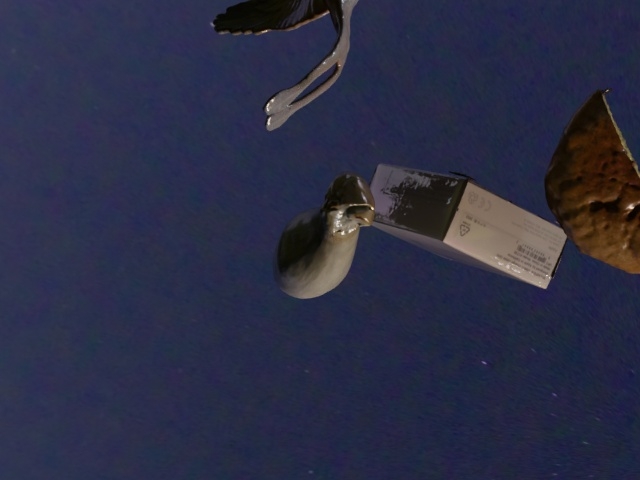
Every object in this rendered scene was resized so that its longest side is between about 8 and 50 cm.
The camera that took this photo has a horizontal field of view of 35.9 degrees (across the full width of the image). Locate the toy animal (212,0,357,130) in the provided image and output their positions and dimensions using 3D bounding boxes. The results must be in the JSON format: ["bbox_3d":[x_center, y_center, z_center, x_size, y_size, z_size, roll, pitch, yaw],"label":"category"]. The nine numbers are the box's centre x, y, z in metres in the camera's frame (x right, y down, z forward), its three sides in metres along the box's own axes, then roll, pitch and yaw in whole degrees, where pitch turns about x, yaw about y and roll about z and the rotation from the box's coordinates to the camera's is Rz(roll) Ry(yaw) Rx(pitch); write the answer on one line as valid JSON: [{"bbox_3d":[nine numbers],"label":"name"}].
[{"bbox_3d":[0.013,-0.300,1.174,0.302,0.225,0.284,-24,-121,-11],"label":"toy animal"}]

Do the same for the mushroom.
[{"bbox_3d":[0.000,0.000,1.258,0.093,0.225,0.116,-8,-107,-20],"label":"mushroom"}]

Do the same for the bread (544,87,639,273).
[{"bbox_3d":[0.367,-0.062,1.296,0.134,0.129,0.260,-24,-83,16],"label":"bread"}]

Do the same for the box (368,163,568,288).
[{"bbox_3d":[0.207,-0.027,1.470,0.251,0.203,0.106,21,-91,61],"label":"box"}]
